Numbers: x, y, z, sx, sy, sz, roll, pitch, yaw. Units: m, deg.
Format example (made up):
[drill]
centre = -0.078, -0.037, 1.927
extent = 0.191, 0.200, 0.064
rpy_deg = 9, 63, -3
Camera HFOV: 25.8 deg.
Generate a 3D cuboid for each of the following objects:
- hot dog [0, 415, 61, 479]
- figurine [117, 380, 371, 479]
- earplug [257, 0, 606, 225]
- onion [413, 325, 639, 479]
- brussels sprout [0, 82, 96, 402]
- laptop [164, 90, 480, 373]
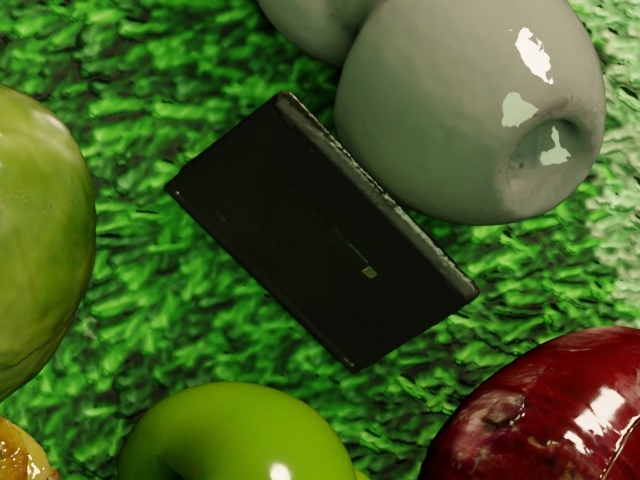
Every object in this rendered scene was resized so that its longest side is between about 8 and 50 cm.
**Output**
[hot dog]
centre = -0.204, 0.214, 0.904
extent = 0.123, 0.093, 0.261
rpy_deg = -33, 101, -13
[figurine]
centre = -0.080, 0.177, 0.879
extent = 0.263, 0.162, 0.143
rpy_deg = -17, 127, -48
[earplug]
centre = 0.075, -0.163, 0.932
extent = 0.214, 0.175, 0.325
rpy_deg = -22, 88, -17
[onion]
centre = 0.173, 0.205, 0.964
extent = 0.314, 0.232, 0.313
rpy_deg = -13, 110, -37
[brussels sprout]
centre = -0.244, 0.010, 0.817
extent = 0.244, 0.244, 0.244
rpy_deg = -1, 93, -17
[laptop]
centre = 0.000, 0.000, 0.949
extent = 0.197, 0.135, 0.016
rpy_deg = 44, 40, -13
